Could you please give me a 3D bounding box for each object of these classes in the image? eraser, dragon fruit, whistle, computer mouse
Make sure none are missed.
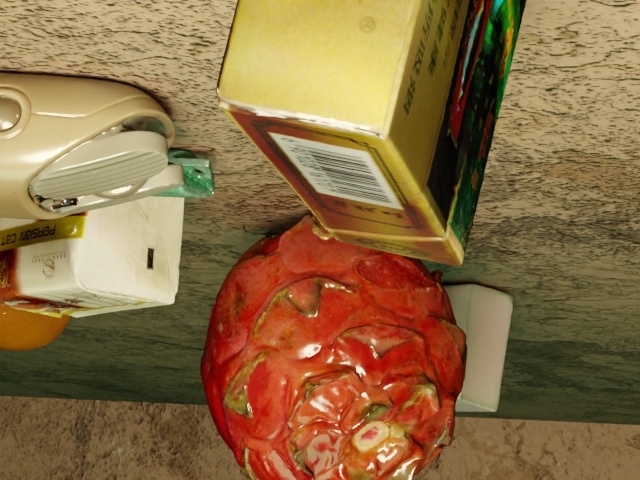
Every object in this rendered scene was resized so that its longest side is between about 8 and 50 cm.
[{"bbox_3d":[0.066,0.117,1.866,0.287,0.130,0.086,-4,163,45],"label":"eraser"},{"bbox_3d":[0.011,0.103,1.480,0.241,0.252,0.241,-18,159,-7],"label":"dragon fruit"},{"bbox_3d":[-0.171,-0.053,1.305,0.186,0.039,0.039,2,169,7],"label":"whistle"},{"bbox_3d":[-0.210,-0.060,1.163,0.237,0.082,0.145,5,169,3],"label":"computer mouse"}]

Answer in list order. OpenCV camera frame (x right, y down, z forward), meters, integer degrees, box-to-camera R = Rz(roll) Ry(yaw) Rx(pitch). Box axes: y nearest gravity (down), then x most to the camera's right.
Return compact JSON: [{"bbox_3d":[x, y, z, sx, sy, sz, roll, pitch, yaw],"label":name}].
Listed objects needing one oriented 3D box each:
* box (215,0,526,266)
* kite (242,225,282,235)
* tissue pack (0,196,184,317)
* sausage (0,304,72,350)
[{"bbox_3d":[0.032,-0.090,0.708,0.071,0.159,0.240,10,171,13],"label":"box"},{"bbox_3d":[0.000,0.000,1.594,0.157,0.011,0.139,8,166,-25],"label":"kite"},{"bbox_3d":[-0.188,0.000,1.405,0.099,0.106,0.149,12,166,-36],"label":"tissue pack"},{"bbox_3d":[-0.313,0.011,1.462,0.105,0.105,0.274,-3,154,35],"label":"sausage"}]
